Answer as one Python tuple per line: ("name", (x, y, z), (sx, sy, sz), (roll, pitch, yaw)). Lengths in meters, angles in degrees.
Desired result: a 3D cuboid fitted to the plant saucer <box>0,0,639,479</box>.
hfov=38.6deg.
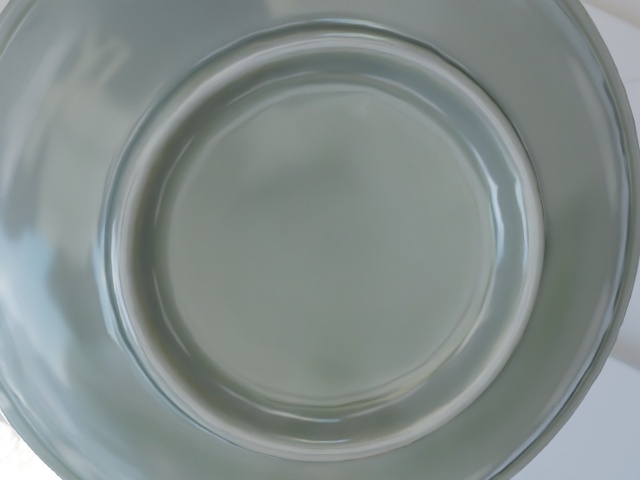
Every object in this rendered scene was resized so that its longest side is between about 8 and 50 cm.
("plant saucer", (0.000, 0.000, 0.482), (0.400, 0.401, 0.100), (-64, 12, 5))
